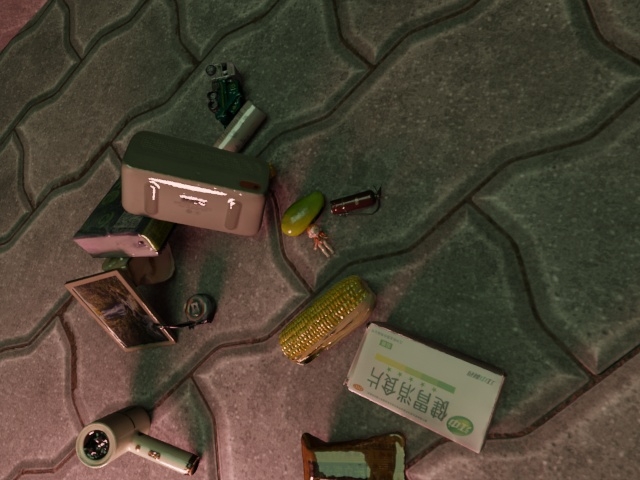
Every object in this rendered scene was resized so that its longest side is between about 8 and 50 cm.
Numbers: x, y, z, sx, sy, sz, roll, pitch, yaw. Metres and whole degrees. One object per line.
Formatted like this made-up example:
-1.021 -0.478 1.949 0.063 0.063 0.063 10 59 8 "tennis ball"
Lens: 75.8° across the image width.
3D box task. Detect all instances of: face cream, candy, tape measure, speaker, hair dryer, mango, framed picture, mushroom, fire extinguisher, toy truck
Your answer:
-0.292 -0.337 1.373 0.082 0.082 0.269 44 100 24 "face cream"
0.082 0.556 1.029 0.271 0.101 0.144 -8 71 16 "candy"
-0.419 0.219 1.278 0.104 0.179 0.107 -21 73 36 "tape measure"
-0.350 -0.160 1.181 0.405 0.184 0.184 11 53 -13 "speaker"
-0.518 0.630 1.248 0.361 0.203 0.128 17 84 9 "hair dryer"
-0.055 -0.082 1.221 0.165 0.074 0.091 -49 64 8 "mango"
-0.639 0.235 1.328 0.240 0.324 0.020 -12 31 21 "framed picture"
-0.611 0.093 1.381 0.173 0.162 0.236 -23 29 22 "mushroom"
0.108 -0.105 1.174 0.157 0.045 0.078 -14 103 20 "fire extinguisher"
-0.313 -0.501 1.405 0.116 0.110 0.216 -10 75 9 "toy truck"

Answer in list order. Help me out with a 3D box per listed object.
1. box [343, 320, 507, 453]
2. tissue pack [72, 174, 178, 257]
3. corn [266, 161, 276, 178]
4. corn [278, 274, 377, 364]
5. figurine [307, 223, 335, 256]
0.242 0.326 0.972 0.332 0.145 0.173 18 86 25 "box"
-0.570 -0.128 1.340 0.287 0.124 0.395 -4 48 22 "tissue pack"
-0.239 -0.204 1.331 0.206 0.067 0.068 -14 74 18 "corn"
0.015 0.218 1.118 0.305 0.122 0.123 -38 95 15 "corn"
0.000 0.000 1.199 0.064 0.047 0.109 -37 79 6 "figurine"
